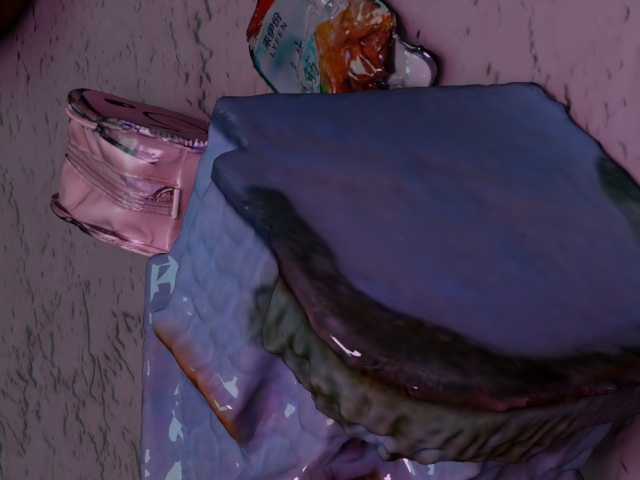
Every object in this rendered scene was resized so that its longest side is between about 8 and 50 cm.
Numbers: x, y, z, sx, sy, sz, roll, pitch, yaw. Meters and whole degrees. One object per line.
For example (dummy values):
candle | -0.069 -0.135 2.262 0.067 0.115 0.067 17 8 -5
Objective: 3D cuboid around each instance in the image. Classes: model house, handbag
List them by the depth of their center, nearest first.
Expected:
model house | 0.043 0.108 1.097 0.297 0.360 0.339 51 131 30
handbag | -0.152 -0.059 1.437 0.205 0.179 0.116 33 111 55

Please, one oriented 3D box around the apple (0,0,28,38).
apple | -0.448 -0.307 1.676 0.317 0.288 0.288 -47 60 52

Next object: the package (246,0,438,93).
package | 0.009 -0.154 1.340 0.232 0.040 0.166 54 136 29
